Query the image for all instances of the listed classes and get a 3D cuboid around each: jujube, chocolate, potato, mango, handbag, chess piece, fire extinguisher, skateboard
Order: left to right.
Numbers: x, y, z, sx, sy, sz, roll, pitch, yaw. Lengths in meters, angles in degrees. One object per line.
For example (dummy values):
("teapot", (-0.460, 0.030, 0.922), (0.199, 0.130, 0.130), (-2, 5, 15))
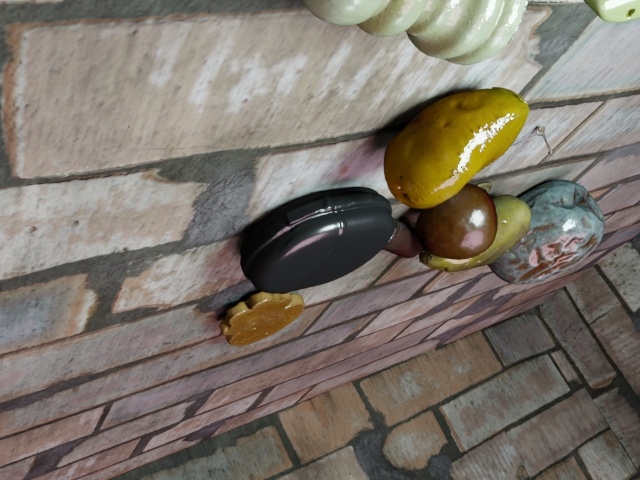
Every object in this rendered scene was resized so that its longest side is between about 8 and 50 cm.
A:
("handbag", (0.001, 0.001, 1.248), (0.307, 0.093, 0.254), (-11, 155, -39))
("fire extinguisher", (0.174, -0.012, 1.489), (0.267, 0.072, 0.089), (19, 93, -63))
("chess piece", (0.083, -0.259, 0.697), (0.243, 0.133, 0.133), (-2, 149, -38))
("mango", (0.211, -0.150, 1.077), (0.248, 0.156, 0.151), (-30, 124, 3))
("chocolate", (0.283, -0.032, 1.443), (0.176, 0.177, 0.177), (-24, 160, -10))
("potato", (0.361, -0.005, 1.617), (0.296, 0.141, 0.191), (-22, 174, -19))
("skateboard", (0.422, -0.189, 1.394), (0.083, 0.064, 0.032), (-21, 170, 14))
("jujube", (0.563, -0.010, 1.777), (0.246, 0.216, 0.308), (-4, 151, -50))

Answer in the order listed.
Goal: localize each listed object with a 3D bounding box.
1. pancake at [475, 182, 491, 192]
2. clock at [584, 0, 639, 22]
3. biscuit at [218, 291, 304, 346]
("pancake", (0.345, -0.098, 1.574), (0.114, 0.011, 0.115), (-24, 160, -10))
("clock", (0.397, -0.401, 0.670), (0.286, 0.117, 0.348), (-21, 149, -3))
("biscuit", (-0.137, 0.171, 1.562), (0.202, 0.044, 0.289), (-30, 159, 2))
